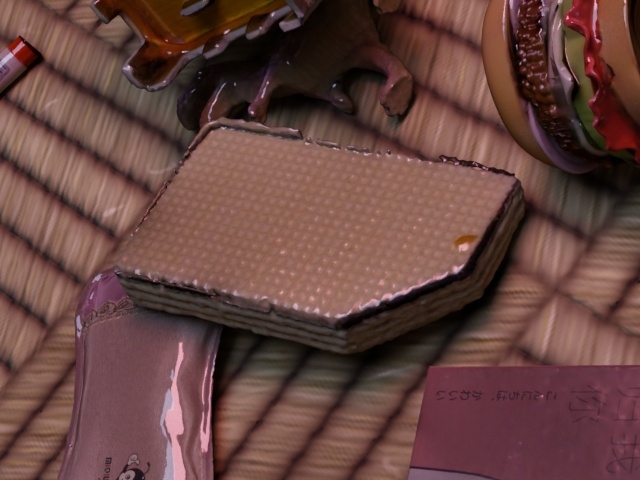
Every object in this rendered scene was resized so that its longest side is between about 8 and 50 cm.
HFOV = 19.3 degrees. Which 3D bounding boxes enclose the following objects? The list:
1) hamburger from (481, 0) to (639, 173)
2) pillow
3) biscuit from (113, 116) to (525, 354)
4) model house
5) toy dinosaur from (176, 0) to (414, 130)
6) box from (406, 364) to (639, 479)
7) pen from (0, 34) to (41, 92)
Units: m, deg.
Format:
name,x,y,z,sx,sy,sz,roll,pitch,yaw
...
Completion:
name,x,y,z,sx,sy,sz,roll,pitch,yaw
hamburger,0.178,-0.119,1.178,0.137,0.175,0.175,-7,58,43
pillow,-0.123,0.110,1.284,0.130,0.038,0.233,-7,59,23
biscuit,0.000,0.000,1.256,0.252,0.052,0.150,11,57,29
model house,-0.076,-0.251,1.317,0.224,0.198,0.215,-20,25,46
toy dinosaur,0.002,-0.176,1.369,0.200,0.072,0.251,18,83,48
box,0.152,0.178,1.053,0.215,0.086,0.215,-2,61,29
pen,-0.314,-0.086,1.526,0.218,0.026,0.026,-43,50,2
